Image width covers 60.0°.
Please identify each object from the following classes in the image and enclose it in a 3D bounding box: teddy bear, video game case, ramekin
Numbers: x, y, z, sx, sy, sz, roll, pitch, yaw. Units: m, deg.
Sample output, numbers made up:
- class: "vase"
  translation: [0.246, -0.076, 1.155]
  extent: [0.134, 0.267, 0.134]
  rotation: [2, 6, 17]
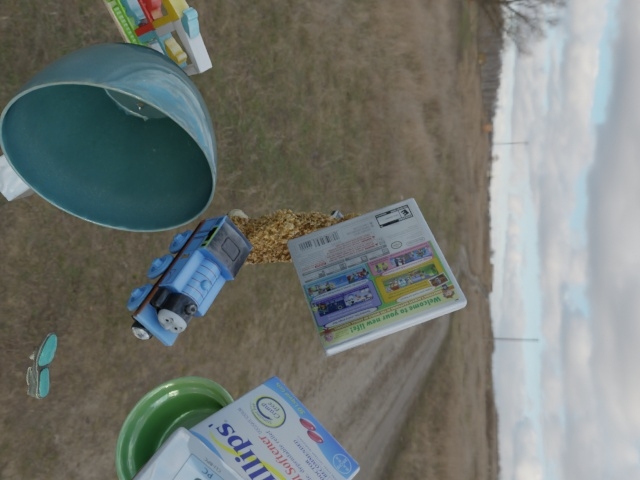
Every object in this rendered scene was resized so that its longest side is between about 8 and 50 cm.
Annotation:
- class: "teddy bear"
  translation: [-0.064, -0.017, 1.079]
  extent: [0.245, 0.338, 0.113]
  rotation: [-13, 97, -66]
- class: "video game case"
  translation: [0.077, 0.048, 0.822]
  extent: [0.023, 0.213, 0.193]
  rotation: [76, -6, -59]
- class: "ramekin"
  translation: [-0.316, 0.497, 1.331]
  extent: [0.148, 0.304, 0.303]
  rotation: [71, 24, -52]

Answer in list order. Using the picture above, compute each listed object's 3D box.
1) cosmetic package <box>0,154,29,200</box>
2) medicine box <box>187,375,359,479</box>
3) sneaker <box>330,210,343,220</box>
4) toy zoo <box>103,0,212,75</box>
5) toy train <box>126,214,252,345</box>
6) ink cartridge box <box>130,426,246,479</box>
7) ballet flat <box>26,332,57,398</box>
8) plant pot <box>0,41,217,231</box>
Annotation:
- class: "cosmetic package"
  translation: [-0.655, -0.222, 1.381]
  extent: [0.097, 0.284, 0.377]
  rotation: [53, -14, -18]
- class: "medicine box"
  translation: [-0.117, 0.450, 1.072]
  extent: [0.289, 0.263, 0.149]
  rotation: [-19, 148, -56]
- class: "sneaker"
  translation: [0.000, 0.000, 1.355]
  extent: [0.178, 0.077, 0.072]
  rotation: [-63, 143, -26]
- class: "toy zoo"
  translation: [-0.304, -0.400, 1.044]
  extent: [0.030, 0.293, 0.192]
  rotation: [-39, 118, -28]
- class: "toy train"
  translation: [-0.170, 0.049, 0.716]
  extent: [0.080, 0.105, 0.184]
  rotation: [52, 47, -28]
- class: "ink cartridge box"
  translation: [-0.088, 0.355, 0.417]
  extent: [0.091, 0.308, 0.385]
  rotation: [-49, 179, 13]
- class: "ballet flat"
  translation: [-0.870, 0.383, 1.712]
  extent: [0.072, 0.068, 0.213]
  rotation: [-11, 112, -77]
- class: "plant pot"
  translation: [-0.285, -0.176, 0.828]
  extent: [0.290, 0.290, 0.195]
  rotation: [68, 21, -50]
